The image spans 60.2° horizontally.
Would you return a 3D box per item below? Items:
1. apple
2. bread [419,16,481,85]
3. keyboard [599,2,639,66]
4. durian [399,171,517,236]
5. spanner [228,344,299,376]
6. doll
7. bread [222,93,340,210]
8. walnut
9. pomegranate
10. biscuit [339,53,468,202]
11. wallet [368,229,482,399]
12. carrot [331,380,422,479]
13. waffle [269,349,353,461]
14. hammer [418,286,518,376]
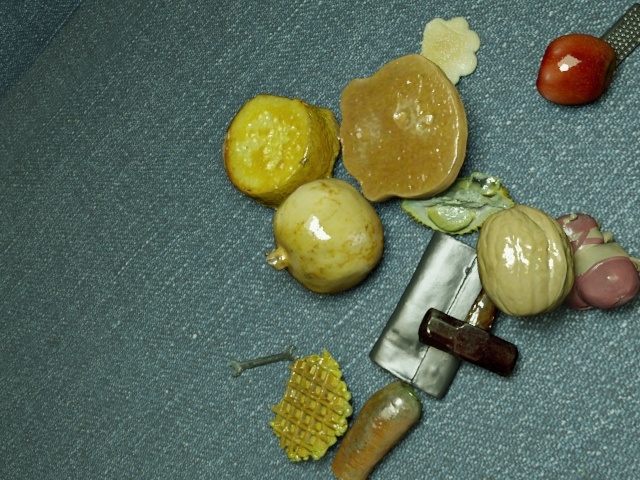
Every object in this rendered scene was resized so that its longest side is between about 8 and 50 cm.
[{"bbox_3d":[0.652,-0.435,1.419,0.169,0.181,0.180,24,88,30],"label":"apple"},{"bbox_3d":[0.385,-0.570,1.666,0.182,0.039,0.250,10,75,23],"label":"bread"},{"bbox_3d":[0.772,-0.500,1.488,0.309,0.018,0.101,-45,62,8],"label":"keyboard"},{"bbox_3d":[0.384,-0.106,1.485,0.307,0.166,0.172,8,78,33],"label":"durian"},{"bbox_3d":[-0.178,0.375,1.714,0.255,0.015,0.054,-18,68,20],"label":"spanner"},{"bbox_3d":[0.646,0.056,1.331,0.196,0.152,0.255,-59,39,37],"label":"doll"},{"bbox_3d":[-0.131,-0.282,1.752,0.398,0.215,0.397,-6,77,29],"label":"bread"},{"bbox_3d":[0.466,0.045,1.269,0.225,0.225,0.260,-8,80,24],"label":"walnut"},{"bbox_3d":[0.000,0.000,1.553,0.343,0.342,0.342,-7,74,24],"label":"pomegranate"},{"bbox_3d":[0.217,-0.293,1.496,0.365,0.062,0.384,-14,81,35],"label":"biscuit"},{"bbox_3d":[0.318,0.196,1.488,0.229,0.062,0.405,28,90,21],"label":"wallet"},{"bbox_3d":[0.145,0.508,1.462,0.139,0.139,0.301,37,94,28],"label":"carrot"},{"bbox_3d":[-0.033,0.465,1.565,0.300,0.058,0.281,-54,43,11],"label":"waffle"},{"bbox_3d":[0.437,0.121,1.396,0.243,0.095,0.408,26,87,2],"label":"hammer"}]
